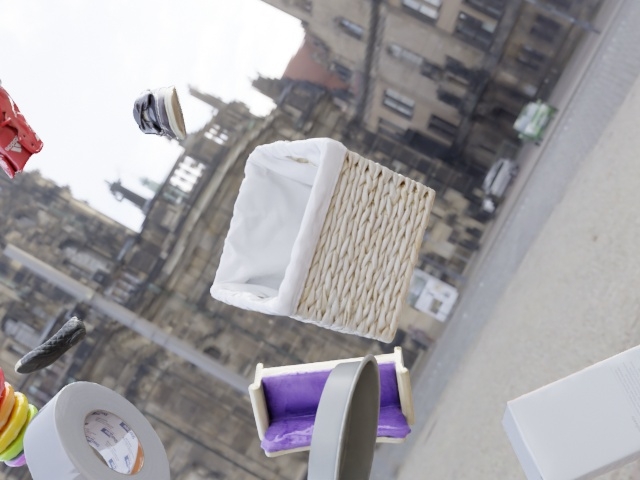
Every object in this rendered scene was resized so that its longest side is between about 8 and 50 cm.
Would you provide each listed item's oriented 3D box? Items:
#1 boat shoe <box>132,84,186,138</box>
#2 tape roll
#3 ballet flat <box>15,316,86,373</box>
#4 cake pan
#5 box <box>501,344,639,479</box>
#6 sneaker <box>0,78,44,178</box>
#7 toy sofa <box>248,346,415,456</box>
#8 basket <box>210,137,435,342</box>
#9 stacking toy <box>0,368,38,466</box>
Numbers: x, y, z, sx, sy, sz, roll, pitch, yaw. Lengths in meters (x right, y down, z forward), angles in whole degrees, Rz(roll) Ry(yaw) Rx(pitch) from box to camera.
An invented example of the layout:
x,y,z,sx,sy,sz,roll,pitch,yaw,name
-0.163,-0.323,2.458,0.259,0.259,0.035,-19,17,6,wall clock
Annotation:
x,y,z,sx,sy,sz,roll,pitch,yaw,name
-0.306,-0.239,1.754,0.285,0.092,0.102,-130,30,-73,boat shoe
-0.327,0.318,1.381,0.072,0.219,0.219,-42,-2,17,tape roll
-0.586,0.232,2.026,0.173,0.049,0.057,-34,-31,-11,ballet flat
0.040,0.327,1.517,0.293,0.054,0.293,7,-90,-75,cake pan
0.523,0.319,1.688,0.345,0.168,0.215,-23,-22,-1,box
-0.365,-0.141,1.016,0.087,0.128,0.221,-44,-5,3,sneaker
0.028,0.366,2.132,0.177,0.363,0.150,-85,-13,-66,toy sofa
0.000,0.000,1.789,0.328,0.266,0.331,4,77,61,basket
-0.567,0.352,1.723,0.166,0.302,0.175,8,60,54,stacking toy
